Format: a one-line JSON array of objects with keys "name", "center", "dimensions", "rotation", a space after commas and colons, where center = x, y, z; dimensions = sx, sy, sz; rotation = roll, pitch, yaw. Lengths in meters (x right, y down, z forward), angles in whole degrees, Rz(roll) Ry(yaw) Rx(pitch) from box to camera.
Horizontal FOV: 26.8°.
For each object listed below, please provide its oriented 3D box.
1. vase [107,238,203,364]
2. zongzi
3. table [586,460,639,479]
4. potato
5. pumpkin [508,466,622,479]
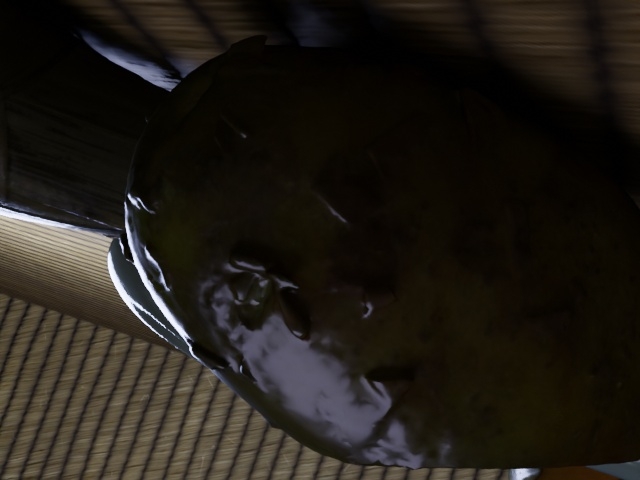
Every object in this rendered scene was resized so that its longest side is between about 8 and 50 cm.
[{"name": "vase", "center": [-0.027, 0.054, 0.938], "dimensions": [0.248, 0.128, 0.128], "rotation": [40, 171, 3]}, {"name": "zongzi", "center": [-0.158, -0.088, 0.676], "dimensions": [0.228, 0.115, 0.256], "rotation": [18, 160, -13]}, {"name": "table", "center": [0.256, 0.105, 0.829], "dimensions": [0.220, 0.126, 0.126], "rotation": [17, 170, 18]}, {"name": "potato", "center": [0.051, 0.021, 0.608], "dimensions": [0.298, 0.176, 0.141], "rotation": [26, -168, -13]}, {"name": "pumpkin", "center": [0.304, 0.212, 1.291], "dimensions": [0.190, 0.139, 0.280], "rotation": [23, 168, -22]}]
